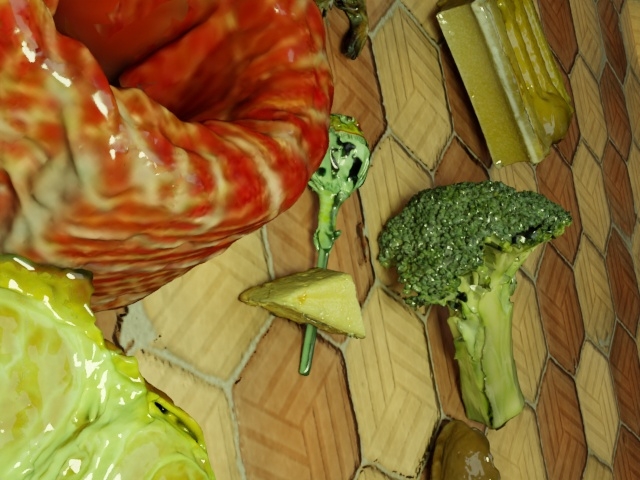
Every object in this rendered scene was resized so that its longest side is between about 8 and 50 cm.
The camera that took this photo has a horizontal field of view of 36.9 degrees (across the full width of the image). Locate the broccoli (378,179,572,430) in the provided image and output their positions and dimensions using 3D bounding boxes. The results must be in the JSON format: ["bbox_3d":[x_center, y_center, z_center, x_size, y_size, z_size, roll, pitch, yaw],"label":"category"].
[{"bbox_3d":[0.227,0.079,1.298,0.252,0.221,0.361,-65,144,-34],"label":"broccoli"}]

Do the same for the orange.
[{"bbox_3d":[-0.211,0.172,0.572,0.334,0.196,0.262,52,33,-41],"label":"orange"}]

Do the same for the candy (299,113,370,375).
[{"bbox_3d":[0.000,0.000,1.083,0.091,0.083,0.305,30,64,-52],"label":"candy"}]

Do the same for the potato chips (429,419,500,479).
[{"bbox_3d":[0.180,0.333,1.263,0.150,0.049,0.201,47,46,-35],"label":"potato chips"}]

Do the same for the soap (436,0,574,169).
[{"bbox_3d":[0.302,-0.284,1.559,0.281,0.143,0.259,67,30,-18],"label":"soap"}]

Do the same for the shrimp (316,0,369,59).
[{"bbox_3d":[0.014,-0.289,1.187,0.169,0.058,0.296,66,26,-26],"label":"shrimp"}]

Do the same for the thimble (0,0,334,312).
[{"bbox_3d":[-0.159,-0.126,0.683,0.350,0.231,0.350,32,45,-39],"label":"thimble"}]

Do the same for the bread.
[{"bbox_3d":[-0.016,0.078,0.990,0.109,0.084,0.080,-18,102,-34],"label":"bread"}]
